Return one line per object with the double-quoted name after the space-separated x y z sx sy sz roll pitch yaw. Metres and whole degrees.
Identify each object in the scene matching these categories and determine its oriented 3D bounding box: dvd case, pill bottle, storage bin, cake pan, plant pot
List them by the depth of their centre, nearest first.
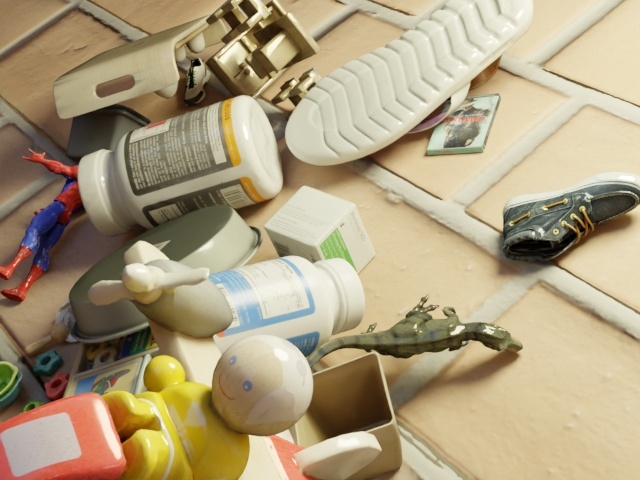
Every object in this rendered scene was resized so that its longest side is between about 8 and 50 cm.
0.037 0.208 1.245 0.109 0.096 0.109 -21 38 7 "plant pot"
-0.063 0.087 1.315 0.221 0.124 0.124 -12 29 -32 "pill bottle"
-0.220 0.037 1.534 0.293 0.054 0.293 -25 17 8 "cake pan"
0.210 -0.170 1.638 0.087 0.013 0.119 -1 45 29 "dvd case"
-0.209 -0.105 1.680 0.278 0.162 0.162 -15 40 13 "pill bottle"
-0.365 -0.173 1.911 0.135 0.098 0.091 5 76 33 "storage bin"

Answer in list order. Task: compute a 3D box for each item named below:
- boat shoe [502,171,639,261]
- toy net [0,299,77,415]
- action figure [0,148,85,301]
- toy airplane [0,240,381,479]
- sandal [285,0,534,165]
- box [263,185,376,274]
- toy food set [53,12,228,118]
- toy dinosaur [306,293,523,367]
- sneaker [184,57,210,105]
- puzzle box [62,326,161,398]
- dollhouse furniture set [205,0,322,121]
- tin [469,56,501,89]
0.312 -0.023 1.382 0.183 0.065 0.083 -14 41 26 "boat shoe"
-0.381 0.153 1.581 0.122 0.045 0.232 9 50 36 "toy net"
-0.454 -0.042 1.800 0.139 0.091 0.280 16 54 27 "action figure"
-0.078 0.190 1.006 0.272 0.386 0.384 -52 5 30 "toy airplane"
0.143 -0.225 1.659 0.416 0.102 0.169 -32 50 6 "sandal"
0.000 0.000 1.494 0.102 0.101 0.087 21 58 41 "box"
-0.294 -0.289 1.904 0.220 0.092 0.306 -15 17 17 "toy food set"
0.096 0.113 1.321 0.268 0.064 0.118 -9 10 -1 "toy dinosaur"
-0.224 -0.279 1.979 0.040 0.043 0.109 -11 43 16 "sneaker"
-0.217 0.232 1.362 0.272 0.052 0.409 -19 38 23 "puzzle box"
-0.061 -0.322 1.809 0.161 0.212 0.242 -45 16 -20 "dollhouse furniture set"
0.232 -0.303 1.759 0.106 0.040 0.189 -6 43 30 "tin"
